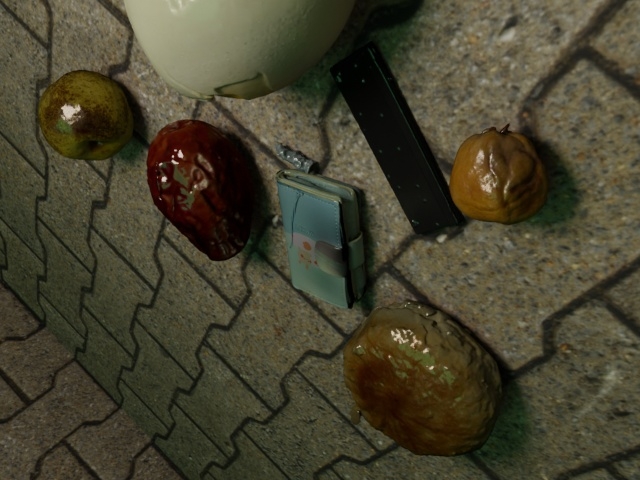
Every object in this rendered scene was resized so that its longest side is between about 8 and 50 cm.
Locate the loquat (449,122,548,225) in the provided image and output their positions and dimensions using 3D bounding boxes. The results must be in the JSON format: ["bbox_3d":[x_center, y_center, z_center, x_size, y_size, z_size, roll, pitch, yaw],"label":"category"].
[{"bbox_3d":[0.240,-0.087,0.761,0.137,0.113,0.137,46,145,46],"label":"loquat"}]

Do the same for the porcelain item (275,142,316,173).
[{"bbox_3d":[-0.047,-0.151,1.021,0.083,0.036,0.028,32,104,13],"label":"porcelain item"}]

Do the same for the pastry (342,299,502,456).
[{"bbox_3d":[0.176,0.256,1.043,0.330,0.136,0.329,24,133,29],"label":"pastry"}]

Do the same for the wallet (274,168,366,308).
[{"bbox_3d":[0.000,0.000,1.059,0.176,0.075,0.250,21,132,34],"label":"wallet"}]

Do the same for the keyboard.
[{"bbox_3d":[0.121,-0.151,0.881,0.101,0.018,0.309,-17,107,49],"label":"keyboard"}]

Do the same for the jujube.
[{"bbox_3d":[-0.233,-0.096,1.112,0.197,0.197,0.290,14,136,35],"label":"jujube"}]

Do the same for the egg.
[{"bbox_3d":[-0.096,-0.343,0.741,0.345,0.283,0.283,-21,104,35],"label":"egg"}]

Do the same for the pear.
[{"bbox_3d":[-0.512,-0.278,1.228,0.197,0.197,0.197,23,132,28],"label":"pear"}]
